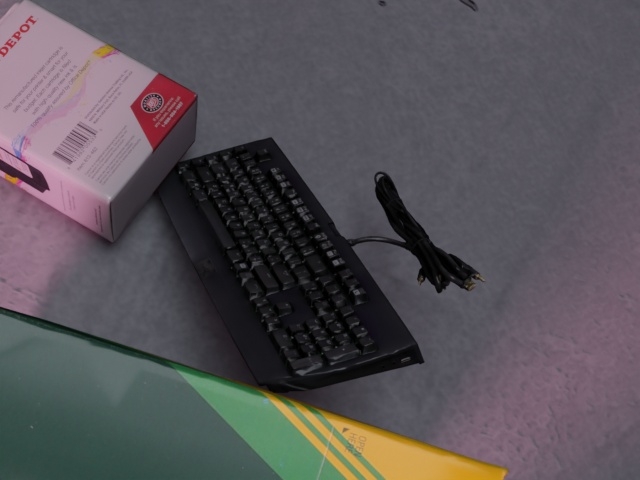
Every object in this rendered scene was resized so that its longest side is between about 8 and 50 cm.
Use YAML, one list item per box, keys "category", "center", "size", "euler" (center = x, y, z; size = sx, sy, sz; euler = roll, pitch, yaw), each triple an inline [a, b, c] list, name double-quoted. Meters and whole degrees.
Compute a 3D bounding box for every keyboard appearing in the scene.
- category: "keyboard"
  center: [0.000, 0.000, 1.051]
  size: [0.202, 0.033, 0.317]
  euler: [-12, 36, -17]

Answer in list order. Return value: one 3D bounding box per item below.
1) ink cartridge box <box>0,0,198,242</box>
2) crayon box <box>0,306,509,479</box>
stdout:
- category: "ink cartridge box"
  center: [-0.208, -0.101, 1.106]
  size: [0.175, 0.072, 0.127]
  euler: [30, 63, 10]
- category: "crayon box"
  center: [-0.081, 0.138, 0.874]
  size: [0.313, 0.363, 0.106]
  euler: [17, 82, -5]
